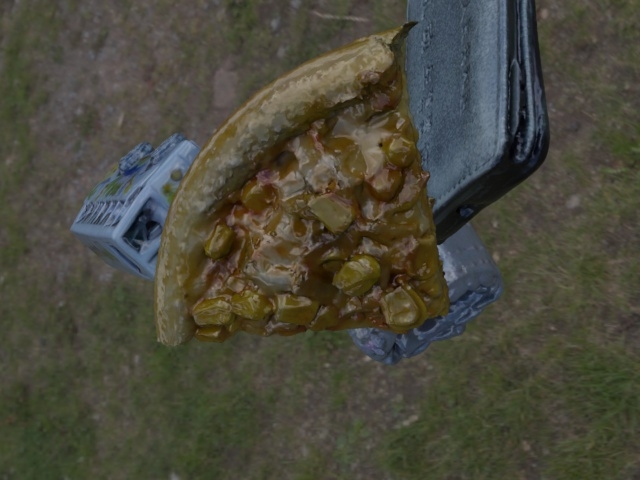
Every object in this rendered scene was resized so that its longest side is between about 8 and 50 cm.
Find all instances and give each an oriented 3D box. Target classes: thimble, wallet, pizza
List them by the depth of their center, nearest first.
[{"bbox_3d":[0.000,0.000,0.392,0.178,0.131,0.041,-37,17,21],"label":"pizza"},{"bbox_3d":[0.096,-0.116,0.623,0.167,0.036,0.222,134,141,-65],"label":"wallet"},{"bbox_3d":[0.083,0.035,0.860,0.151,0.127,0.117,-33,66,7],"label":"thimble"}]

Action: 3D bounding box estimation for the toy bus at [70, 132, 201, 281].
[{"bbox_3d":[-0.186,-0.032,1.010,0.136,0.109,0.330,-48,18,-14],"label":"toy bus"}]
